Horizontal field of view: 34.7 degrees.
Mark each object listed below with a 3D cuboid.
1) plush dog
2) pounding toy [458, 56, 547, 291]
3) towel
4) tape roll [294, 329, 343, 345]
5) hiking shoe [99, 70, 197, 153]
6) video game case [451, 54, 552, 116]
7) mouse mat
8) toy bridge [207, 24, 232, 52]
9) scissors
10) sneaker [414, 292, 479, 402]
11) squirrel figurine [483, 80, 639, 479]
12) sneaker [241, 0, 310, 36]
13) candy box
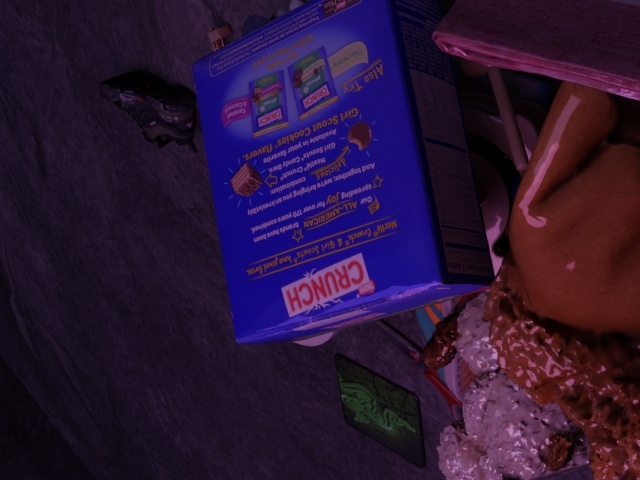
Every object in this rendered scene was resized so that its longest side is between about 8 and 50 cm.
[{"bbox_3d":[0.231,0.149,1.142,0.210,0.263,0.225,49,-156,-68],"label":"plush dog"},{"bbox_3d":[0.159,-0.071,1.076,0.154,0.155,0.269,-10,106,24],"label":"pounding toy"},{"bbox_3d":[0.258,-0.248,0.757,0.237,0.329,0.037,26,167,41],"label":"towel"},{"bbox_3d":[0.000,0.000,1.410,0.246,0.169,0.246,35,140,35],"label":"tape roll"},{"bbox_3d":[-0.293,-0.211,1.722,0.227,0.086,0.114,25,131,41],"label":"hiking shoe"},{"bbox_3d":[0.192,-0.145,1.176,0.166,0.015,0.119,27,135,40],"label":"video game case"},{"bbox_3d":[0.094,0.273,1.648,0.190,0.007,0.152,24,133,44],"label":"mouse mat"},{"bbox_3d":[-0.125,-0.231,1.533,0.063,0.026,0.188,-7,109,57],"label":"toy bridge"},{"bbox_3d":[0.155,0.171,1.477,0.297,0.021,0.109,48,148,20],"label":"scissors"},{"bbox_3d":[0.167,0.051,1.278,0.121,0.108,0.302,39,135,54],"label":"sneaker"},{"bbox_3d":[0.349,0.041,0.874,0.371,0.281,0.396,26,113,15],"label":"squirrel figurine"},{"bbox_3d":[0.014,-0.166,1.222,0.236,0.130,0.322,-50,50,27],"label":"sneaker"},{"bbox_3d":[0.016,-0.073,1.054,0.268,0.122,0.317,-18,75,37],"label":"candy box"}]
